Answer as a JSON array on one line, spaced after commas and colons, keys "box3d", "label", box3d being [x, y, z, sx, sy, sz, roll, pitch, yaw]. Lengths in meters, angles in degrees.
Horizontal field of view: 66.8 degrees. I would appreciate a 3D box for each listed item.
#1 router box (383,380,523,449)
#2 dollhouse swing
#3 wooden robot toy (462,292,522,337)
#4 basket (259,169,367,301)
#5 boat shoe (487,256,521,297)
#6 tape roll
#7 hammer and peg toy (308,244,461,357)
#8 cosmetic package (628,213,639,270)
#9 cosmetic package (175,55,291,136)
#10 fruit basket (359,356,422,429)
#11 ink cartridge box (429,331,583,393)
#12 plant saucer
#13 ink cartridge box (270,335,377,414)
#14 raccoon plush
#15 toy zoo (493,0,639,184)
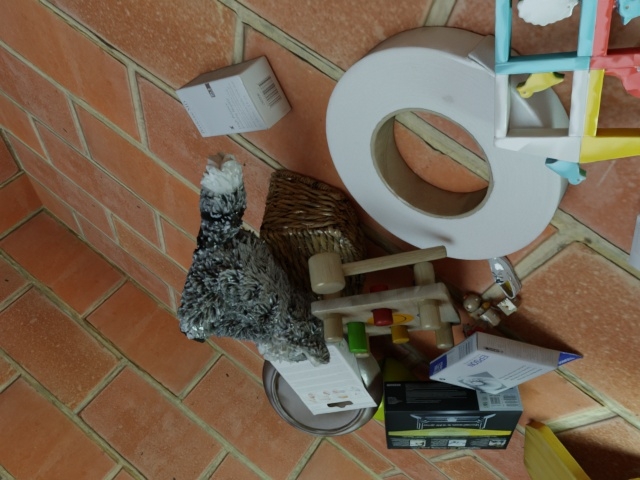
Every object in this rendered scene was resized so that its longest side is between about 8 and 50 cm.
[{"box3d": [0.312, 0.433, 1.193, 0.309, 0.081, 0.243, -2, 137, 6], "label": "router box"}, {"box3d": [0.687, 0.580, 1.122, 0.315, 0.305, 0.346, -14, 130, 6], "label": "dollhouse swing"}, {"box3d": [0.316, 0.142, 0.976, 0.079, 0.076, 0.173, 48, 151, 10], "label": "wooden robot toy"}, {"box3d": [0.000, 0.000, 1.126, 0.214, 0.223, 0.299, -4, 135, 8], "label": "basket"}, {"box3d": [0.332, 0.065, 0.886, 0.035, 0.035, 0.100, -7, 125, 53], "label": "boat shoe"}, {"box3d": [0.184, -0.134, 0.765, 0.392, 0.072, 0.392, 29, 147, 21], "label": "tape roll"}, {"box3d": [0.128, 0.130, 0.926, 0.266, 0.127, 0.361, -11, 155, 18], "label": "hammer and peg toy"}, {"box3d": [0.487, 0.051, 0.561, 0.239, 0.060, 0.099, 53, 173, 46], "label": "cosmetic package"}, {"box3d": [-0.180, -0.282, 0.977, 0.231, 0.085, 0.117, 4, 133, 44], "label": "cosmetic package"}, {"box3d": [0.124, 0.389, 1.398, 0.392, 0.283, 0.392, -6, 142, -5], "label": "fruit basket"}, {"box3d": [0.369, 0.262, 0.993, 0.224, 0.045, 0.223, 13, 149, -6], "label": "ink cartridge box"}, {"box3d": [-0.001, 0.366, 1.203, 0.311, 0.050, 0.310, 3, 108, 10], "label": "plant saucer"}, {"box3d": [0.009, 0.310, 1.125, 0.181, 0.056, 0.224, -17, 123, 27], "label": "ink cartridge box"}, {"box3d": [-0.092, 0.082, 0.908, 0.299, 0.216, 0.446, 15, 141, -1], "label": "raccoon plush"}, {"box3d": [0.287, -0.197, 0.516, 0.192, 0.030, 0.293, 6, 125, 27], "label": "toy zoo"}]
